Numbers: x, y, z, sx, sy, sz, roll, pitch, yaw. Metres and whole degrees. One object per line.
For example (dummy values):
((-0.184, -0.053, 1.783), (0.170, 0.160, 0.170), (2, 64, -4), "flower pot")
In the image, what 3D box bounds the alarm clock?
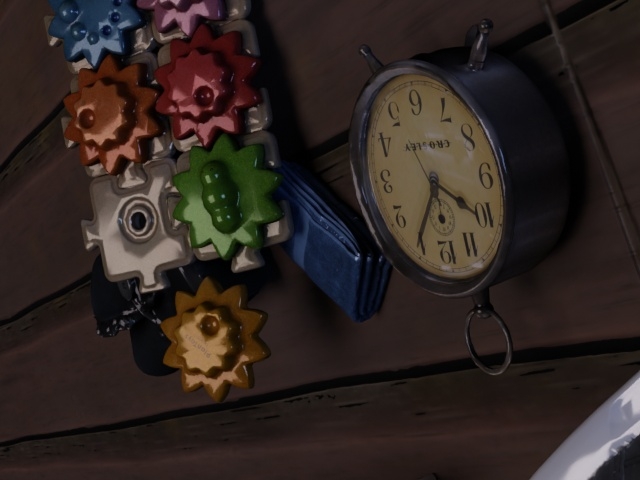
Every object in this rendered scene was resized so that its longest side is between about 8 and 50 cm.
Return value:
((0.079, -0.019, 0.603), (0.129, 0.064, 0.192), (4, 106, 56), "alarm clock")

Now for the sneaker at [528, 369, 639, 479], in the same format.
((0.190, 0.057, 0.340), (0.147, 0.105, 0.295), (53, 126, 32), "sneaker")

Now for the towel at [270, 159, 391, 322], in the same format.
((0.000, 0.000, 0.767), (0.119, 0.029, 0.067), (45, 140, 36), "towel")

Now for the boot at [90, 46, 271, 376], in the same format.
((-0.154, -0.019, 0.931), (0.246, 0.094, 0.207), (60, 143, 7), "boot")

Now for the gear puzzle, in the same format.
((-0.111, -0.052, 0.779), (0.176, 0.044, 0.338), (-13, 85, 25), "gear puzzle")

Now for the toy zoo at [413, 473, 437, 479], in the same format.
((-0.035, 0.233, 0.784), (0.030, 0.192, 0.293), (64, 148, 12), "toy zoo")
